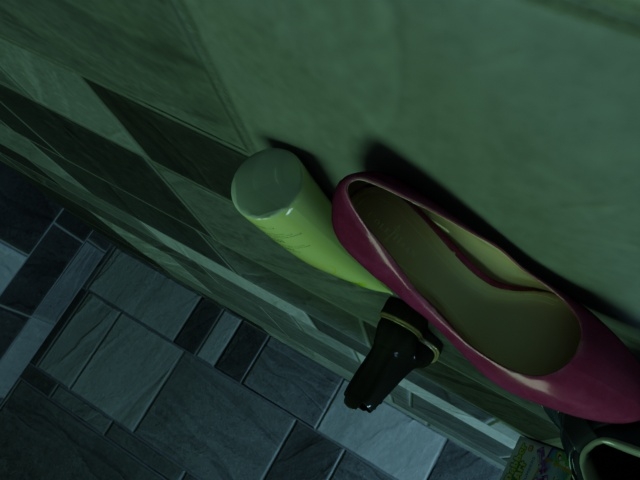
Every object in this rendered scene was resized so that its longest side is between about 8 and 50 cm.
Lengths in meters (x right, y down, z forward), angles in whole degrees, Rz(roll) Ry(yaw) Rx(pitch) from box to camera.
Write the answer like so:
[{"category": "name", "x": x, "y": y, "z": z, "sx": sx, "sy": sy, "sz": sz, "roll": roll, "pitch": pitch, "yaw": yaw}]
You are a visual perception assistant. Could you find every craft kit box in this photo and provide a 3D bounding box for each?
[{"category": "craft kit box", "x": 0.384, "y": 0.482, "z": 1.043, "sx": 0.061, "sy": 0.250, "sz": 0.246, "roll": 33, "pitch": 165, "yaw": -10}]

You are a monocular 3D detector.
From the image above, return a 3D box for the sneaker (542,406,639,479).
[{"category": "sneaker", "x": 0.275, "y": 0.190, "z": 0.465, "sx": 0.226, "sy": 0.086, "sz": 0.163, "roll": 32, "pitch": -167, "yaw": -2}]

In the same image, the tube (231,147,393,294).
[{"category": "tube", "x": 0.000, "y": 0.000, "z": 0.557, "sx": 0.240, "sy": 0.062, "sz": 0.070, "roll": 46, "pitch": -159, "yaw": -62}]

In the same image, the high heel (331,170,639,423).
[{"category": "high heel", "x": 0.112, "y": 0.037, "z": 0.394, "sx": 0.244, "sy": 0.082, "sz": 0.117, "roll": 41, "pitch": 179, "yaw": 14}]

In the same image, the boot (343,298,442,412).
[{"category": "boot", "x": 0.087, "y": 0.166, "z": 0.787, "sx": 0.077, "sy": 0.137, "sz": 0.198, "roll": 23, "pitch": 165, "yaw": 31}]
